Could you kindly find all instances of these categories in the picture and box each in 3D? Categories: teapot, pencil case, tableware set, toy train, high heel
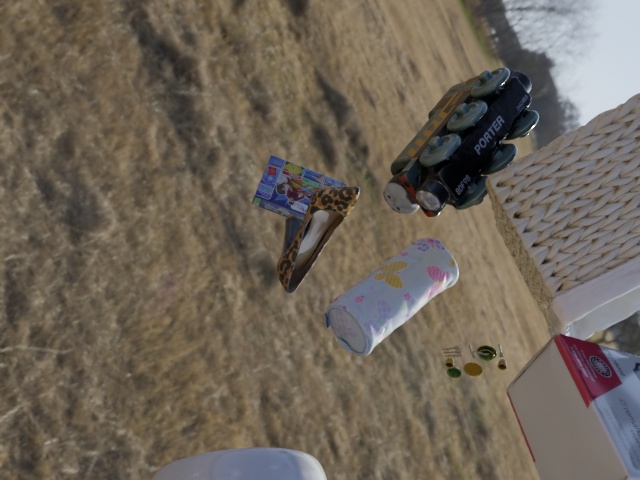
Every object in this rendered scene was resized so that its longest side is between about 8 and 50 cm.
[{"bbox_3d":[-0.104,0.378,1.011,0.252,0.256,0.187,21,51,-40],"label":"teapot"},{"bbox_3d":[0.140,0.105,1.536,0.113,0.273,0.124,28,-37,41],"label":"pencil case"},{"bbox_3d":[0.374,0.298,1.966,0.024,0.154,0.104,-67,142,-49],"label":"tableware set"},{"bbox_3d":[0.242,-0.170,1.417,0.142,0.190,0.334,48,62,-19],"label":"toy train"},{"bbox_3d":[0.000,0.000,1.713,0.093,0.261,0.186,22,57,-29],"label":"high heel"}]

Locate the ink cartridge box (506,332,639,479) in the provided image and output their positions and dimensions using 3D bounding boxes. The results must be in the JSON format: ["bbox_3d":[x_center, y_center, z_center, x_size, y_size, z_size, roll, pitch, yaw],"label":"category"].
[{"bbox_3d":[0.419,0.264,1.025,0.306,0.131,0.226,14,34,-21],"label":"ink cartridge box"}]

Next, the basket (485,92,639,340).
[{"bbox_3d":[0.467,-0.021,1.317,0.266,0.331,0.328,62,7,20],"label":"basket"}]

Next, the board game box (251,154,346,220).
[{"bbox_3d":[-0.050,-0.113,1.965,0.035,0.201,0.136,116,-6,-57],"label":"board game box"}]
